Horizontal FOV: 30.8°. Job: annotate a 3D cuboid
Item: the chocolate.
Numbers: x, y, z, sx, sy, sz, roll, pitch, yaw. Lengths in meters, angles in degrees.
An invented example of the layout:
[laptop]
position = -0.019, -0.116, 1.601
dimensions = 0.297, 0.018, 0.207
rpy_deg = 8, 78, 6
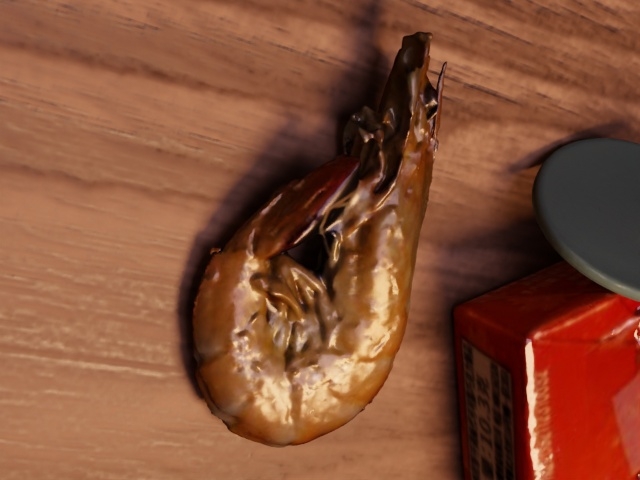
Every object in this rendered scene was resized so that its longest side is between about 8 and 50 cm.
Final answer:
[chocolate]
position = 0.215, 0.124, 0.907
dimensions = 0.235, 0.108, 0.237
rpy_deg = -22, 118, -30

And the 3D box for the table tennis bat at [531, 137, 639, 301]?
[table tennis bat]
position = 0.264, 0.008, 0.835
dimensions = 0.153, 0.244, 0.040
rpy_deg = -39, 158, -37

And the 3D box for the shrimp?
[shrimp]
position = 0.000, 0.000, 0.742
dimensions = 0.152, 0.063, 0.287
rpy_deg = 9, 101, -26
